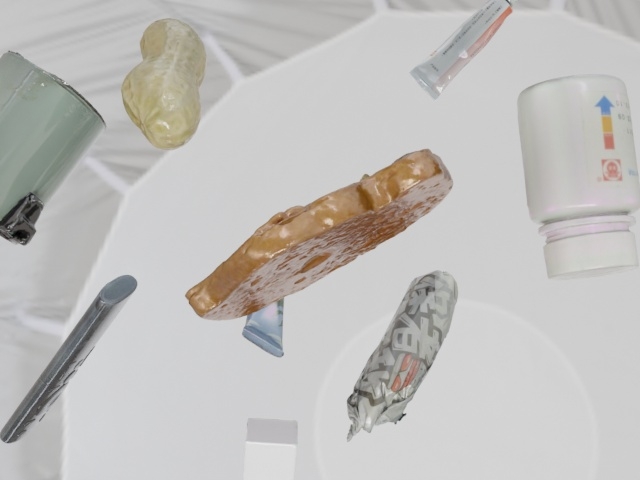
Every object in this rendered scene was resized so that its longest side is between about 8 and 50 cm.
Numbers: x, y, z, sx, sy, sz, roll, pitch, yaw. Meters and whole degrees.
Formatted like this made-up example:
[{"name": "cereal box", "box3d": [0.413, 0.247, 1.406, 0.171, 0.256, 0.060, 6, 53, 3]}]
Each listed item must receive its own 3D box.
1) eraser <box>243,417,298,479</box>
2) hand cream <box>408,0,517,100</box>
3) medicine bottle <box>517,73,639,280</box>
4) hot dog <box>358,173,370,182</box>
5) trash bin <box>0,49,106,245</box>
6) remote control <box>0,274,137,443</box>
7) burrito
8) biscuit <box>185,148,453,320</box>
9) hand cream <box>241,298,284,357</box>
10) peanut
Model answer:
[{"name": "eraser", "box3d": [-0.085, 0.421, 1.658, 0.076, 0.078, 0.298, -94, -170, -71]}, {"name": "hand cream", "box3d": [0.232, -0.310, 1.672, 0.216, 0.052, 0.038, -45, 154, -1]}, {"name": "medicine bottle", "box3d": [0.394, -0.093, 1.641, 0.170, 0.170, 0.293, 69, 15, -81]}, {"name": "hot dog", "box3d": [0.129, -0.089, 2.140, 0.169, 0.078, 0.061, 53, -42, 37]}, {"name": "trash bin", "box3d": [-0.535, -0.158, 1.879, 0.262, 0.277, 0.217, -55, 155, -13]}, {"name": "remote control", "box3d": [-0.433, 0.207, 1.854, 0.377, 0.044, 0.107, -51, 172, 27]}, {"name": "burrito", "box3d": [0.156, 0.209, 2.016, 0.139, 0.101, 0.445, -29, -161, 42]}, {"name": "biscuit", "box3d": [0.000, -0.001, 1.682, 0.078, 0.455, 0.350, 59, -15, 15]}, {"name": "hand cream", "box3d": [-0.098, 0.116, 2.000, 0.055, 0.088, 0.256, -44, -158, 28]}, {"name": "peanut", "box3d": [-0.241, -0.248, 1.681, 0.274, 0.125, 0.111, -91, -176, -45]}]
